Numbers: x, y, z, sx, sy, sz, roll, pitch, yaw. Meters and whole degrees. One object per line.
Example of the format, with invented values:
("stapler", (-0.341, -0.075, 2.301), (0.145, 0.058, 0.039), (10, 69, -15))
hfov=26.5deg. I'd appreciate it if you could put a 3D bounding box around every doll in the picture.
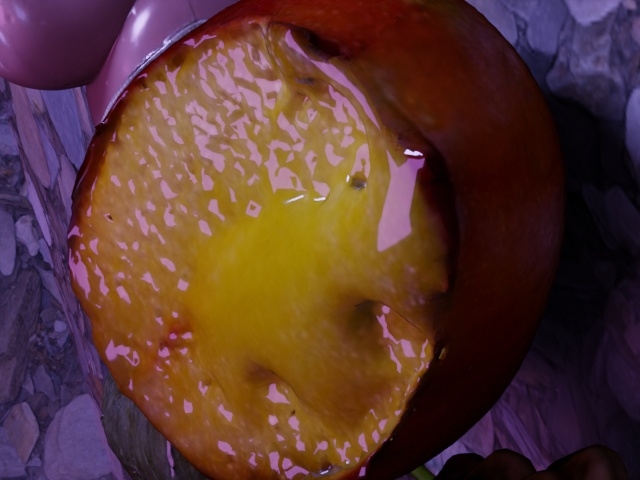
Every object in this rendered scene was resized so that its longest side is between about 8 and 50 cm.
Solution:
("doll", (-0.130, -0.115, 1.057), (0.268, 0.216, 0.284), (66, 158, -2))

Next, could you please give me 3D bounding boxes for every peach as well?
("peach", (0.000, 0.000, 0.719), (0.338, 0.281, 0.281), (99, 151, -82))

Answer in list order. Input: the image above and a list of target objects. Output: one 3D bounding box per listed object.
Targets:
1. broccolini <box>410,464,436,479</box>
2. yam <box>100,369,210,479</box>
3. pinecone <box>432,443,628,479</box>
("broccolini", (0.094, 0.185, 1.004), (0.218, 0.042, 0.044), (-155, 49, -71))
("yam", (-0.072, 0.150, 1.164), (0.300, 0.195, 0.195), (-5, 103, 70))
("pinecone", (0.084, 0.310, 0.649), (0.397, 0.398, 0.397), (52, 152, 43))
